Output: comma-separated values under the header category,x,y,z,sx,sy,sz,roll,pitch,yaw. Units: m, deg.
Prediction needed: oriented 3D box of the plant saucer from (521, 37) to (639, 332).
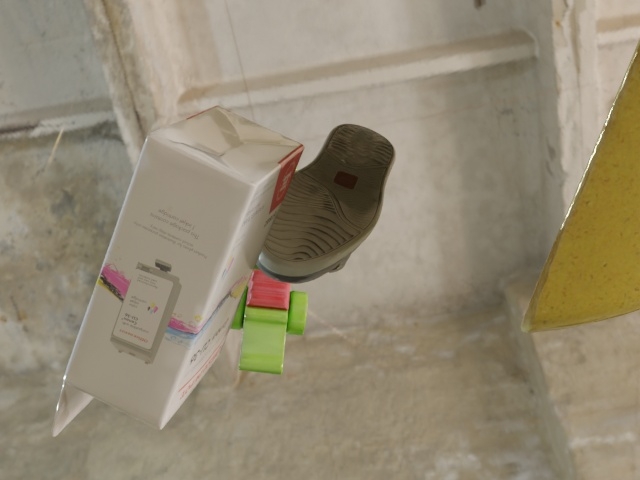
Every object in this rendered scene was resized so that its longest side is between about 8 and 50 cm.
category,x,y,z,sx,sy,sz,roll,pitch,yaw
plant saucer,0.244,-0.112,0.572,0.081,0.333,0.333,24,-72,15

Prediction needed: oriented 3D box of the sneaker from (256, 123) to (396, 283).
category,x,y,z,sx,sy,sz,roll,pitch,yaw
sneaker,0.000,0.000,0.744,0.083,0.222,0.118,26,-56,9

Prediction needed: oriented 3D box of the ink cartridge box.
category,x,y,z,sx,sy,sz,roll,pitch,yaw
ink cartridge box,-0.085,0.028,0.544,0.067,0.115,0.198,26,-70,4

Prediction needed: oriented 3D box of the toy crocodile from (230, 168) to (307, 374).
category,x,y,z,sx,sy,sz,roll,pitch,yaw
toy crocodile,-0.065,0.038,1.314,0.115,0.341,0.105,10,-37,-1
